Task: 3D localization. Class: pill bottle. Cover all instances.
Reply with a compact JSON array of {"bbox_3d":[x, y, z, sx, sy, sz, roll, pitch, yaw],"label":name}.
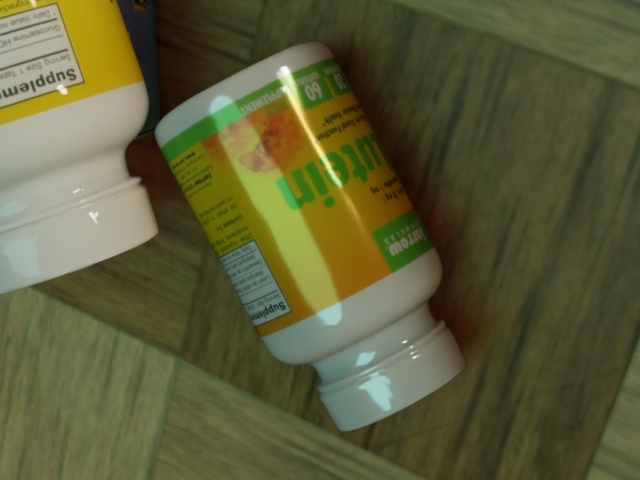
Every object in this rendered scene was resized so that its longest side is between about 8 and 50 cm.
[{"bbox_3d":[-0.227,-0.139,0.948,0.188,0.188,0.334,-14,99,30],"label":"pill bottle"},{"bbox_3d":[0.000,0.000,0.971,0.136,0.136,0.245,-27,92,31],"label":"pill bottle"}]

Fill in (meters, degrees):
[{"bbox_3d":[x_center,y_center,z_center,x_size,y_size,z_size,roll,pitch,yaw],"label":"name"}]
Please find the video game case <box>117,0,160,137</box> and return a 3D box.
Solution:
[{"bbox_3d":[-0.243,-0.218,1.075,0.244,0.061,0.269,7,108,25],"label":"video game case"}]
